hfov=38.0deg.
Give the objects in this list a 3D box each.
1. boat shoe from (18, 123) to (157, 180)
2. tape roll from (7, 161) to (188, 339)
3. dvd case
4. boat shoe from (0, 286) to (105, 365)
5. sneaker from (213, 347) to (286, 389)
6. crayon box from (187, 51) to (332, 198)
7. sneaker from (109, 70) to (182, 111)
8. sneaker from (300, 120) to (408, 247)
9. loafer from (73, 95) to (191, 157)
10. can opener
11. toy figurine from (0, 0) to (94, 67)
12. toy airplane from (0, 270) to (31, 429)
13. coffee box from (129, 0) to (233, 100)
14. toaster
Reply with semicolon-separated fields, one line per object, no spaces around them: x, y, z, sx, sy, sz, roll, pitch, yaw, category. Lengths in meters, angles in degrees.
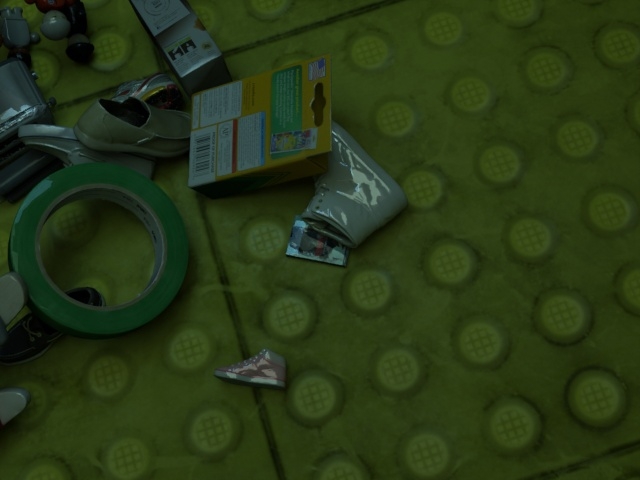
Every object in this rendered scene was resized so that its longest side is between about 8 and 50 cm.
-0.455;-0.160;1.810;0.267;0.096;0.088;12;82;-26;boat shoe
-0.407;0.019;1.717;0.321;0.077;0.321;6;73;-21;tape roll
0.000;0.000;1.792;0.119;0.013;0.087;12;73;7;dvd case
-0.519;0.156;1.753;0.227;0.069;0.081;-32;72;-6;boat shoe
-0.126;0.231;1.708;0.134;0.051;0.070;7;71;3;sneaker
-0.098;-0.212;1.768;0.322;0.083;0.203;-11;69;30;crayon box
-0.391;-0.266;1.887;0.225;0.088;0.093;-26;51;-4;sneaker
0.007;-0.117;1.772;0.169;0.108;0.292;-41;73;-18;sneaker
-0.337;-0.222;1.785;0.268;0.092;0.102;-9;53;-44;loafer
-0.630;-0.121;1.852;0.280;0.074;0.093;-34;71;-7;can opener
-0.582;-0.436;1.884;0.209;0.213;0.148;-13;84;2;toy figurine
-0.706;0.219;1.638;0.384;0.272;0.386;9;91;19;toy airplane
-0.285;-0.411;1.885;0.098;0.141;0.246;-32;73;-6;coffee box
-0.647;-0.248;1.865;0.227;0.129;0.146;-34;74;-14;toaster
